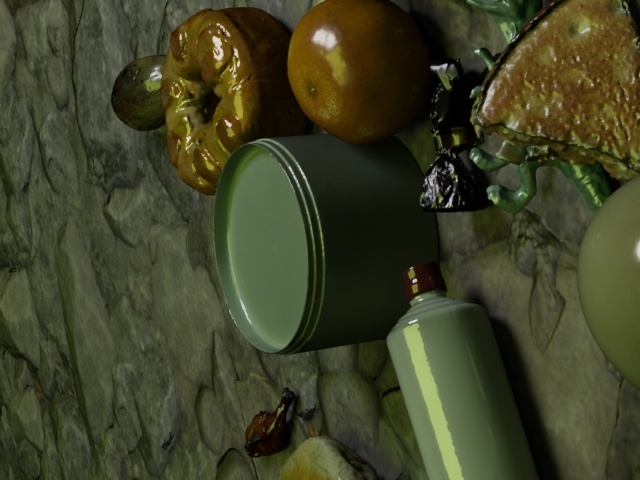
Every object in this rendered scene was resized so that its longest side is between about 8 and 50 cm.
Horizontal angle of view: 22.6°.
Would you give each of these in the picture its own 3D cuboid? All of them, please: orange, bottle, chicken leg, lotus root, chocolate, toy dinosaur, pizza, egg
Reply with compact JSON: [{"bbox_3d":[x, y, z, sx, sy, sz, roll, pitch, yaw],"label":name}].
[{"bbox_3d":[0.042,-0.173,1.593,0.154,0.134,0.155,42,152,29],"label":"orange"},{"bbox_3d":[0.129,0.139,1.524,0.104,0.104,0.245,-43,59,56],"label":"bottle"},{"bbox_3d":[-0.061,0.229,1.967,0.145,0.037,0.062,136,135,-58],"label":"chicken leg"},{"bbox_3d":[-0.225,-0.196,2.105,0.179,0.080,0.089,-27,75,60],"label":"lotus root"},{"bbox_3d":[0.128,-0.099,1.529,0.072,0.070,0.147,-170,85,-71],"label":"chocolate"},{"bbox_3d":[0.190,-0.053,1.395,0.129,0.076,0.383,-29,78,38],"label":"toy dinosaur"},{"bbox_3d":[0.232,-0.110,1.315,0.185,0.052,0.195,-47,66,12],"label":"pizza"},{"bbox_3d":[0.281,0.032,1.138,0.241,0.186,0.186,-145,53,-60],"label":"egg"}]

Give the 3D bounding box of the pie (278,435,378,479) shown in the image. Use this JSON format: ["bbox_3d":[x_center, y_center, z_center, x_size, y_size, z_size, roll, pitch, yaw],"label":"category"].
[{"bbox_3d":[0.020,0.385,1.808,0.337,0.075,0.337,24,117,58],"label":"pie"}]

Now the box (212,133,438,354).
[{"bbox_3d":[0.000,0.000,1.677,0.226,0.149,0.226,22,115,59],"label":"box"}]

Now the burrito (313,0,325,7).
[{"bbox_3d":[0.013,-0.222,1.712,0.055,0.041,0.149,-1,92,48],"label":"burrito"}]

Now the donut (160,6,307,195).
[{"bbox_3d":[-0.105,-0.164,1.864,0.226,0.113,0.227,23,117,58],"label":"donut"}]
